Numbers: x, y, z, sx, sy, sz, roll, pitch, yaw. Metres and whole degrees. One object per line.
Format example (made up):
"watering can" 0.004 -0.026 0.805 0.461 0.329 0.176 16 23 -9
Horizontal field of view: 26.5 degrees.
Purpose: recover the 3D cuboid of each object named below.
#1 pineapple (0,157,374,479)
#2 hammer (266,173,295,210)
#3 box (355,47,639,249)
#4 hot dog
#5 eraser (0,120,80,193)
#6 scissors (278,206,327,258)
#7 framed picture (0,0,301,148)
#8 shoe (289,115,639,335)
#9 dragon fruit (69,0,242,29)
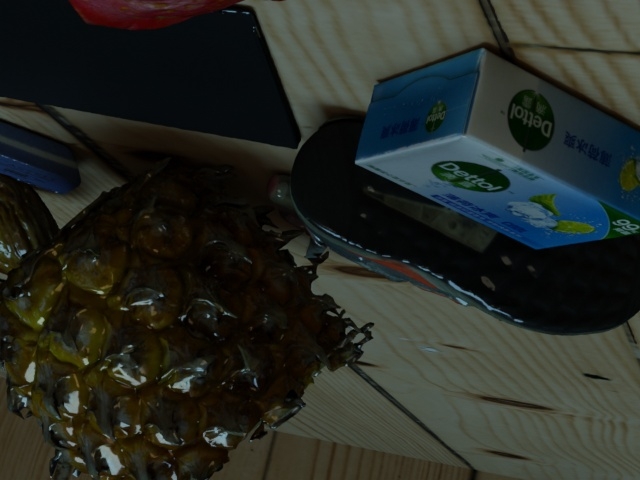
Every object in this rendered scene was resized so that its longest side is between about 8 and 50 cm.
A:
"pineapple" -0.150 0.092 1.355 0.300 0.352 0.352 55 158 -3
"hammer" -0.016 -0.053 1.300 0.053 0.031 0.083 17 158 -21
"box" 0.146 -0.064 1.031 0.194 0.073 0.139 23 163 -28
"hot dog" -0.387 -0.039 1.519 0.259 0.114 0.175 22 162 -4
"eraser" -0.356 -0.105 1.399 0.225 0.036 0.082 20 165 -22
"scissors" 0.000 -0.001 1.478 0.110 0.021 0.212 17 163 -3
"framed picture" -0.195 -0.156 1.127 0.339 0.014 0.255 10 163 12
"shoe" 0.119 0.002 1.205 0.336 0.132 0.171 19 169 -11
"dragon fruit" -0.073 -0.189 0.579 0.205 0.210 0.268 42 159 -25
